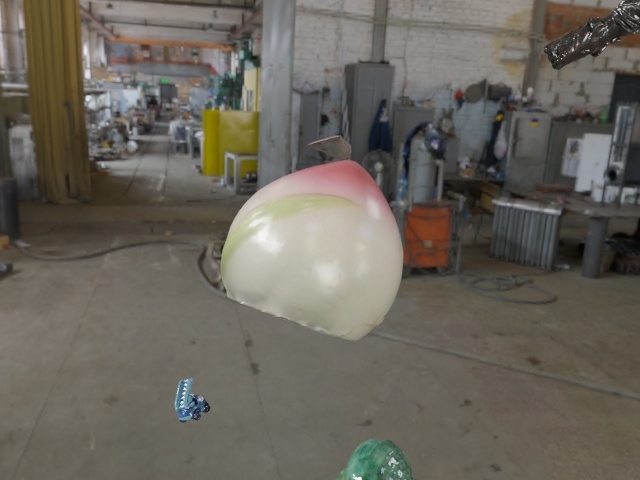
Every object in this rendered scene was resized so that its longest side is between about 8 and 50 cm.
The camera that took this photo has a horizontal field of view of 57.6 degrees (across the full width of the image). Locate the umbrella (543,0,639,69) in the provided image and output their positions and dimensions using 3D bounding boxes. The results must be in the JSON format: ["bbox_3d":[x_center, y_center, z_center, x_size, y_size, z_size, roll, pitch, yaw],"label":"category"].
[{"bbox_3d":[0.300,-0.218,0.586,0.144,0.037,0.040,-24,-23,28],"label":"umbrella"}]

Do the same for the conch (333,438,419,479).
[{"bbox_3d":[0.060,0.363,0.781,0.134,0.202,0.196,44,38,-4],"label":"conch"}]

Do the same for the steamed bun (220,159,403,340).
[{"bbox_3d":[0.000,0.000,0.959,0.309,0.309,0.309,3,14,-1],"label":"steamed bun"}]

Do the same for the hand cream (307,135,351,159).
[{"bbox_3d":[0.030,-0.194,1.195,0.067,0.043,0.210,-12,1,14],"label":"hand cream"}]

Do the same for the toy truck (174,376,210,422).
[{"bbox_3d":[-0.295,0.357,1.311,0.056,0.090,0.073,-17,4,24],"label":"toy truck"}]
